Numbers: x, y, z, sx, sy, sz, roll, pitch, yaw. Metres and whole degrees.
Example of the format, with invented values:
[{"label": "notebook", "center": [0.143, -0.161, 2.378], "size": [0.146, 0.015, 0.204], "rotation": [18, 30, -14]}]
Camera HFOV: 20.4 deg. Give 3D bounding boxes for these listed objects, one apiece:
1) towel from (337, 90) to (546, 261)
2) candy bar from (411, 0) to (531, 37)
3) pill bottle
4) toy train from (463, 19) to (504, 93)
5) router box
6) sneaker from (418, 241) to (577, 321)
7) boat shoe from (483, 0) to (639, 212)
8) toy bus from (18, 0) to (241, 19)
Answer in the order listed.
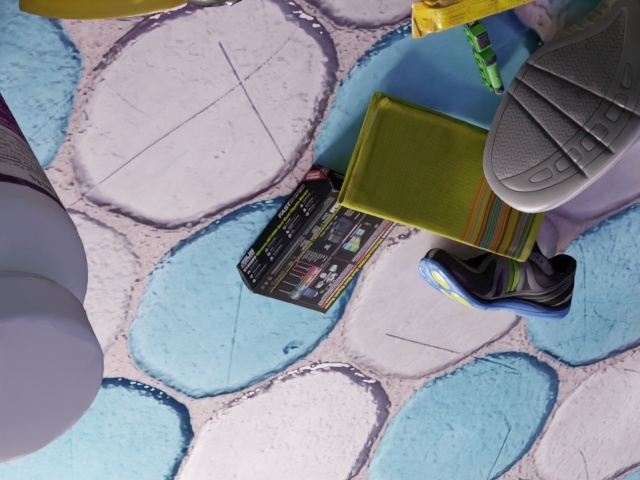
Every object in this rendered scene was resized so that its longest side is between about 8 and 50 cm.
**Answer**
[{"label": "towel", "center": [0.117, -0.052, 1.530], "size": [0.237, 0.021, 0.102], "rotation": [16, 93, -42]}, {"label": "candy bar", "center": [0.146, -0.201, 1.436], "size": [0.161, 0.018, 0.040], "rotation": [-21, 142, -16]}, {"label": "pill bottle", "center": [-0.250, -0.002, 1.143], "size": [0.169, 0.301, 0.169], "rotation": [-18, 137, -18]}, {"label": "toy train", "center": [0.138, -0.151, 1.474], "size": [0.017, 0.023, 0.083], "rotation": [-32, 140, -3]}, {"label": "router box", "center": [0.000, 0.000, 1.519], "size": [0.092, 0.038, 0.122], "rotation": [20, 117, -43]}, {"label": "sneaker", "center": [0.165, 0.026, 1.649], "size": [0.188, 0.067, 0.078], "rotation": [10, 102, -38]}, {"label": "boat shoe", "center": [0.262, -0.154, 1.491], "size": [0.320, 0.118, 0.103], "rotation": [-55, 154, 13]}, {"label": "toy bus", "center": [-0.102, -0.262, 1.112], "size": [0.220, 0.149, 0.211], "rotation": [-40, 123, -46]}]
